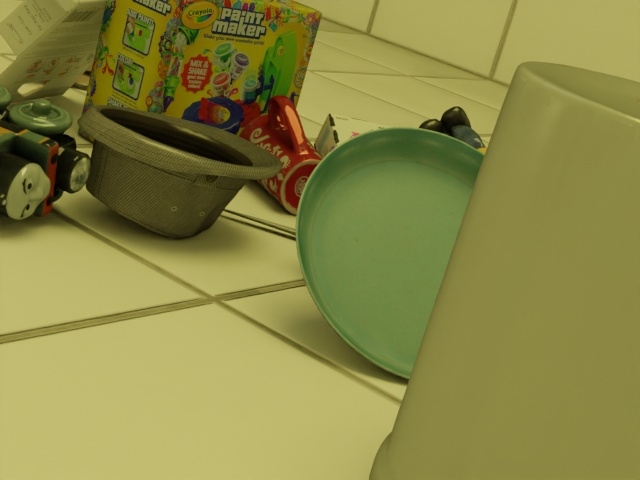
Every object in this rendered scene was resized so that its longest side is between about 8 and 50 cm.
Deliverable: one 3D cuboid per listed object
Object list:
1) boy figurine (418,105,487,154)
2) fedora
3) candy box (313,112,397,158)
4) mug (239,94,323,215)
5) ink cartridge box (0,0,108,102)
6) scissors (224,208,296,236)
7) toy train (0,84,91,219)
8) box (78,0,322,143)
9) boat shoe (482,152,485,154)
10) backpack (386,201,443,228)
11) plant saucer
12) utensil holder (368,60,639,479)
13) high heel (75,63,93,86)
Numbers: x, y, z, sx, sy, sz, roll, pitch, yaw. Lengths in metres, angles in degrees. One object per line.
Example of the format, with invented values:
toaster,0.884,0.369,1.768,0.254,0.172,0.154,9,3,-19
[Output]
boy figurine,0.257,-0.110,2.075,0.177,0.092,0.285,-25,40,0
fedora,-0.195,-0.081,1.567,0.243,0.124,0.275,28,15,33
candy box,0.090,-0.098,1.869,0.165,0.070,0.196,9,41,-22
mug,-0.057,-0.124,1.836,0.113,0.150,0.169,-33,35,-5
ink cartridge box,-0.416,-0.323,1.933,0.066,0.261,0.296,54,21,1
scissors,0.000,0.000,1.668,0.297,0.021,0.109,15,18,-10
toy train,-0.448,-0.118,1.459,0.334,0.142,0.190,22,29,14
box,-0.189,-0.264,1.901,0.290,0.279,0.177,-2,24,-46
boat shoe,0.235,-0.029,1.734,0.091,0.114,0.302,3,35,-29
backpack,0.085,-0.005,1.512,0.144,0.166,0.188,0,24,-21
plant saucer,0.117,0.019,1.378,0.317,0.044,0.318,9,62,-17
utensil holder,0.247,0.082,0.992,0.327,0.385,0.327,15,17,-5
high heel,-0.399,-0.311,2.176,0.186,0.093,0.261,17,6,28
